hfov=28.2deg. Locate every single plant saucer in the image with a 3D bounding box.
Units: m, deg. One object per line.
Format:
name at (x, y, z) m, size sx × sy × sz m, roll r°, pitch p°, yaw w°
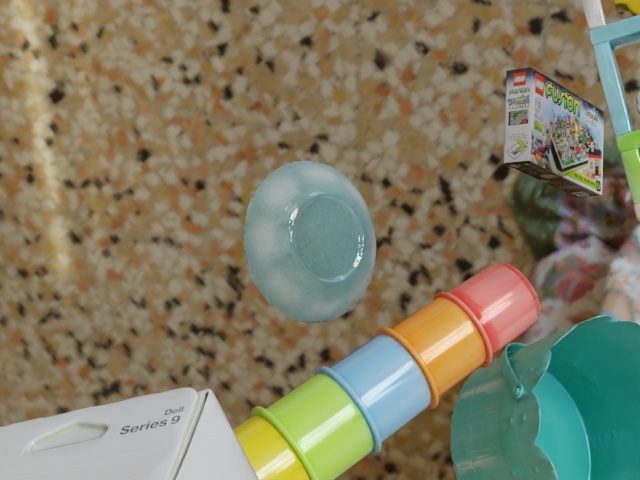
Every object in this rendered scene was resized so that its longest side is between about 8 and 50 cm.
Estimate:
plant saucer at (0.000, 0.000, 1.501) m, size 0.037 × 0.195 × 0.195 m, roll -7°, pitch 115°, yaw 54°

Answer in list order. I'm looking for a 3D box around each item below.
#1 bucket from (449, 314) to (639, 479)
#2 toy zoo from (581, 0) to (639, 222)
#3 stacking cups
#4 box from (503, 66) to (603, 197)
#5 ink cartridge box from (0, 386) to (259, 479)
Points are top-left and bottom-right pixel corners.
bucket at (0.303, 0.237, 1.525) m, size 0.183 × 0.281 × 0.281 m, roll -24°, pitch 104°, yaw 52°
toy zoo at (0.301, -0.176, 0.972) m, size 0.192 × 0.030 × 0.293 m, roll -15°, pitch 76°, yaw 20°
stacking cups at (0.048, 0.122, 1.034) m, size 0.096 × 0.316 × 0.096 m, roll 50°, pitch 161°, yaw 24°
box at (0.285, -0.127, 1.544) m, size 0.036 × 0.207 × 0.114 m, roll -3°, pitch 79°, yaw 35°
ink cartridge box at (-0.093, 0.195, 0.678) m, size 0.154 × 0.093 × 0.212 m, roll -14°, pitch 117°, yaw 18°
